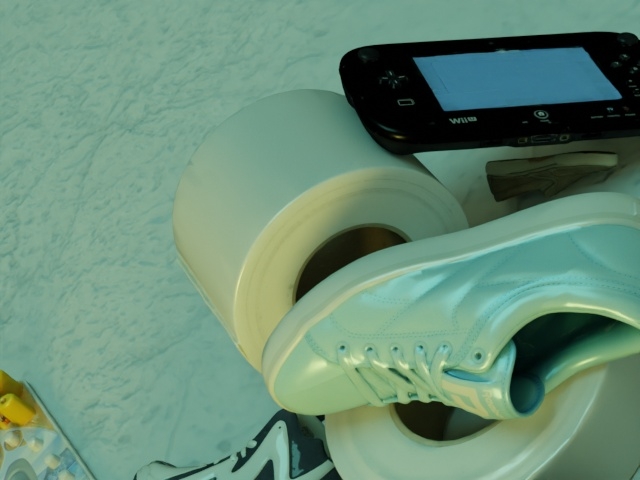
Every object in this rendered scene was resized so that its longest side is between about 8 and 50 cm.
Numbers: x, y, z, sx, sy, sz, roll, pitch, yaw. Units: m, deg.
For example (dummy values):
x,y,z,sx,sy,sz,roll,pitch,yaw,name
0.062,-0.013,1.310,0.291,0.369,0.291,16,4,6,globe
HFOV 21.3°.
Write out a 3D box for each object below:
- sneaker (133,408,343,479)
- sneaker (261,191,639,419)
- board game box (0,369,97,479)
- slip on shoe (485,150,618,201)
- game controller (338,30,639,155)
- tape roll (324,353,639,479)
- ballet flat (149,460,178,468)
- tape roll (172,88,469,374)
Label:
x,y,z,sx,sy,sz,roll,pitch,yaw,name
-0.059,0.216,1.598,0.235,0.094,0.153,12,63,45,sneaker
0.109,0.084,1.382,0.366,0.135,0.150,-25,40,22,sneaker
-0.395,0.368,1.783,0.390,0.050,0.390,-46,40,-2,board game box
0.224,-0.063,1.642,0.135,0.051,0.041,-5,93,28,slip on shoe
0.182,-0.141,1.593,0.319,0.067,0.166,-6,28,-14,game controller
0.147,0.138,1.486,0.286,0.100,0.286,-22,44,24,tape roll
-0.162,0.266,1.683,0.041,0.041,0.114,-24,44,22,ballet flat
0.000,0.000,1.615,0.246,0.246,0.169,-43,40,2,tape roll
